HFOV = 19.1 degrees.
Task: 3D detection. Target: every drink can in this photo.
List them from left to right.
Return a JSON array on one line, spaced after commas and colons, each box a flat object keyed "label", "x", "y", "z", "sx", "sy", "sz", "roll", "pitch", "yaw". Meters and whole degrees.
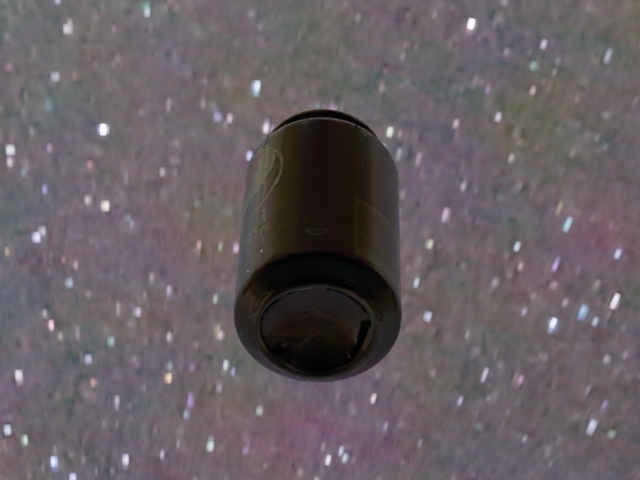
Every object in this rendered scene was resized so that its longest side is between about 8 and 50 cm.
[{"label": "drink can", "x": 0.000, "y": 0.000, "z": 1.354, "sx": 0.118, "sy": 0.118, "sz": 0.205, "roll": 6, "pitch": -143, "yaw": -2}]
